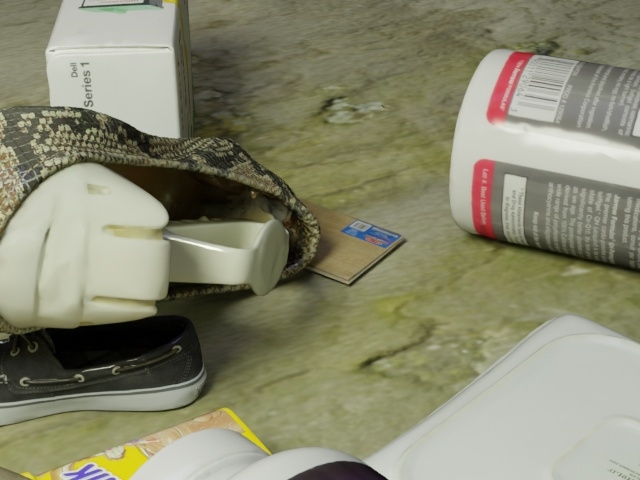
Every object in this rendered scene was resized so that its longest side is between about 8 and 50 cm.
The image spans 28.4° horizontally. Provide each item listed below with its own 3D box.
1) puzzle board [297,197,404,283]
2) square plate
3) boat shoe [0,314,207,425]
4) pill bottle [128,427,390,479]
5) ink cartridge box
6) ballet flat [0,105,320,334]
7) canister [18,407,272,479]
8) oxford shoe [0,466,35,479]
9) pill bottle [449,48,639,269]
[{"bbox_3d":[0.000,0.000,1.188,0.128,0.011,0.096,21,36,29],"label":"puzzle board"},{"bbox_3d":[0.212,0.175,0.864,0.347,0.049,0.344,26,40,35],"label":"square plate"},{"bbox_3d":[-0.203,0.091,0.974,0.229,0.076,0.080,0,31,-1],"label":"boat shoe"},{"bbox_3d":[0.027,0.227,0.642,0.181,0.181,0.323,-27,42,-37],"label":"pill bottle"},{"bbox_3d":[-0.189,-0.152,1.253,0.117,0.201,0.278,-2,31,-3],"label":"ink cartridge box"},{"bbox_3d":[-0.140,-0.008,0.951,0.182,0.164,0.483,24,14,25],"label":"ballet flat"},{"bbox_3d":[-0.111,0.183,0.828,0.170,0.073,0.126,-17,36,-29],"label":"canister"},{"bbox_3d":[-0.182,0.270,0.592,0.147,0.140,0.397,12,48,-16],"label":"oxford shoe"},{"bbox_3d":[0.289,-0.062,1.132,0.319,0.176,0.176,13,34,20],"label":"pill bottle"}]
